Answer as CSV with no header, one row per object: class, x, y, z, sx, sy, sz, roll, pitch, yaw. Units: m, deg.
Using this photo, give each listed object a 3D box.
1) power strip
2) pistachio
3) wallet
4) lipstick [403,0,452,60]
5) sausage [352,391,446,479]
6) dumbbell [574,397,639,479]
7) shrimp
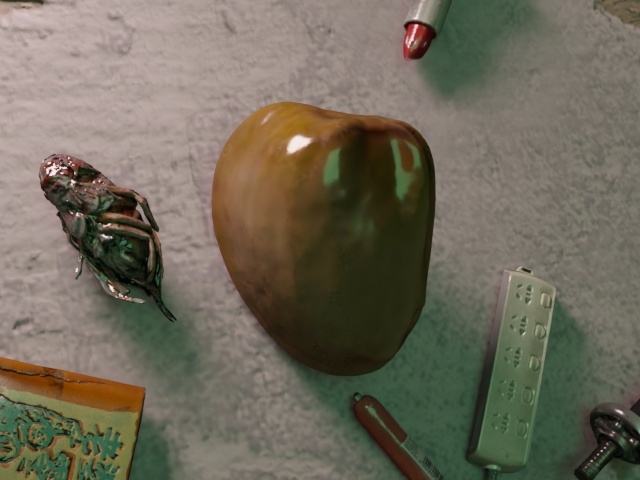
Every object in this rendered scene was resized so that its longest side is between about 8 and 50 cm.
power strip,0.202,0.146,1.007,0.060,0.027,0.252,19,73,-16
pistachio,0.000,0.000,0.903,0.213,0.163,0.260,4,97,19
wallet,-0.242,0.208,0.820,0.161,0.042,0.195,15,74,-17
lipstick,0.127,-0.278,1.059,0.063,0.057,0.186,25,77,-14
sausage,0.105,0.237,0.950,0.029,0.029,0.223,-41,94,-23
dumbbell,0.363,0.174,1.032,0.254,0.081,0.081,-38,93,-23
shrimp,-0.190,0.000,0.872,0.190,0.075,0.073,59,34,-11
